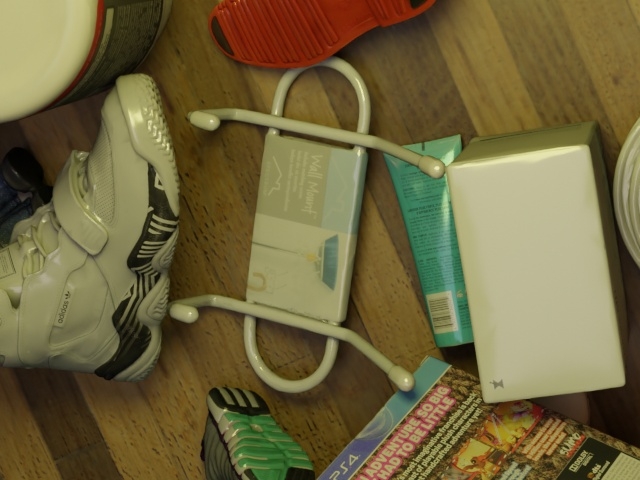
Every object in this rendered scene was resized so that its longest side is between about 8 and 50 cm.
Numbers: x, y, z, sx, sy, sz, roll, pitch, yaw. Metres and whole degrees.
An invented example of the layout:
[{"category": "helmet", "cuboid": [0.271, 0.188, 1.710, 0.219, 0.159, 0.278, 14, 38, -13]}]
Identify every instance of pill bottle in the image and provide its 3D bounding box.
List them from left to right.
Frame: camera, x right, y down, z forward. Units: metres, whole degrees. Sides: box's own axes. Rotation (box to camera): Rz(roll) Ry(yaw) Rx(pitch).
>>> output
[{"category": "pill bottle", "cuboid": [-0.263, -0.228, 1.827, 0.210, 0.363, 0.210, 2, 99, 10]}]

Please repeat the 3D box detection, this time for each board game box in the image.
[{"category": "board game box", "cuboid": [0.160, 0.272, 1.790, 0.291, 0.232, 0.141, 24, 133, 24]}]

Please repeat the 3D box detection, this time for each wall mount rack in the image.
[{"category": "wall mount rack", "cuboid": [0.000, 0.000, 1.904, 0.304, 0.130, 0.350, 13, 102, 30]}]

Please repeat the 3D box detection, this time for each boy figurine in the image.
[{"category": "boy figurine", "cuboid": [-0.397, 0.019, 2.038, 0.285, 0.092, 0.177, -36, 94, 11]}]

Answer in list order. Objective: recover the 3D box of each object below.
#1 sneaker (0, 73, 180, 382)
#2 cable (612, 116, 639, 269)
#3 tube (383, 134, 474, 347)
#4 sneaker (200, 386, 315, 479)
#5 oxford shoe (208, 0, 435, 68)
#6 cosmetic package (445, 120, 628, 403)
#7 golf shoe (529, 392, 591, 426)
[{"category": "sneaker", "cuboid": [-0.254, 0.000, 1.895, 0.210, 0.137, 0.366, -3, 132, -15]}, {"category": "cable", "cuboid": [0.412, -0.046, 1.867, 0.257, 0.089, 0.257, 41, 105, 3]}, {"category": "tube", "cuboid": [0.121, 0.002, 1.955, 0.080, 0.052, 0.207, -11, 92, 8]}, {"category": "sneaker", "cuboid": [-0.068, 0.237, 1.957, 0.083, 0.223, 0.098, 10, 111, -20]}, {"category": "oxford shoe", "cuboid": [0.015, -0.241, 1.921, 0.271, 0.098, 0.097, -12, 114, 29]}, {"category": "cosmetic package", "cuboid": [0.211, 0.014, 1.845, 0.138, 0.225, 0.224, -8, 98, 12]}, {"category": "golf shoe", "cuboid": [0.226, 0.216, 1.948, 0.069, 0.086, 0.176, 13, 100, 10]}]
